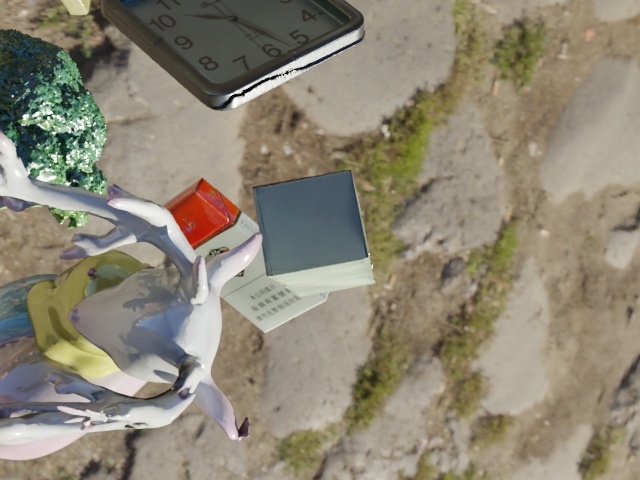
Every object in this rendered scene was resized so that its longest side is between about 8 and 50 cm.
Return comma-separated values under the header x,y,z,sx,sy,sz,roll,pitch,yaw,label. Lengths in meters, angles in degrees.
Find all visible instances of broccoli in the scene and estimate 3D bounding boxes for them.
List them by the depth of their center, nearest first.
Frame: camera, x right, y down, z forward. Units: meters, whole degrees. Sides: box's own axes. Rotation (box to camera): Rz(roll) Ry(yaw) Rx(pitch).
x,y,z,sx,sy,sz,roll,pitch,yaw,label
-0.362,-0.102,1.224,0.270,0.270,0.270,-50,132,2,broccoli

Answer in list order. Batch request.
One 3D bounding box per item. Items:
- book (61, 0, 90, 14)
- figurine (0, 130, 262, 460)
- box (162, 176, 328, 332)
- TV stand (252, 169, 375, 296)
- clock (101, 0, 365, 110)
x,y,z,sx,sy,sz,roll,pitch,yaw,label
-0.280,-0.387,1.213,0.161,0.026,0.230,63,28,-63,book
-0.180,0.073,0.786,0.284,0.316,0.206,8,69,-34,figurine
-0.118,0.025,1.530,0.245,0.139,0.035,42,43,-22,box
0.000,0.000,1.037,0.088,0.269,0.082,-11,82,2,TV stand
-0.117,-0.300,1.506,0.273,0.279,0.049,-31,148,-28,clock
